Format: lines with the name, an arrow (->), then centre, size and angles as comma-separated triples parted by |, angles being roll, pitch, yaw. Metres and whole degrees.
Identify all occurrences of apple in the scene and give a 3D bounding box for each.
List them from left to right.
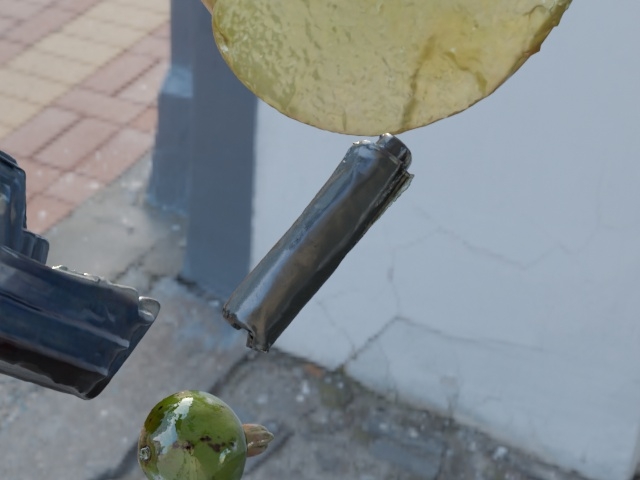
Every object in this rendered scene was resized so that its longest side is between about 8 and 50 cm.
apple -> 0.057, -0.248, 1.068 | 0.252, 0.309, 0.314 | 15, 41, -39

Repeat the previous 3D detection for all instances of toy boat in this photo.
toy boat -> -0.224, 0.016, 0.899 | 0.129, 0.309, 0.142 | 3, 73, 41

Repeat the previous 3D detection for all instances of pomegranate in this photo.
pomegranate -> -0.076, 0.127, 0.817 | 0.073, 0.073, 0.084 | 19, 19, 20

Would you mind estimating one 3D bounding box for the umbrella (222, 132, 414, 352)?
umbrella -> -0.001, -0.001, 0.672 | 0.036, 0.133, 0.031 | 41, -4, -11
